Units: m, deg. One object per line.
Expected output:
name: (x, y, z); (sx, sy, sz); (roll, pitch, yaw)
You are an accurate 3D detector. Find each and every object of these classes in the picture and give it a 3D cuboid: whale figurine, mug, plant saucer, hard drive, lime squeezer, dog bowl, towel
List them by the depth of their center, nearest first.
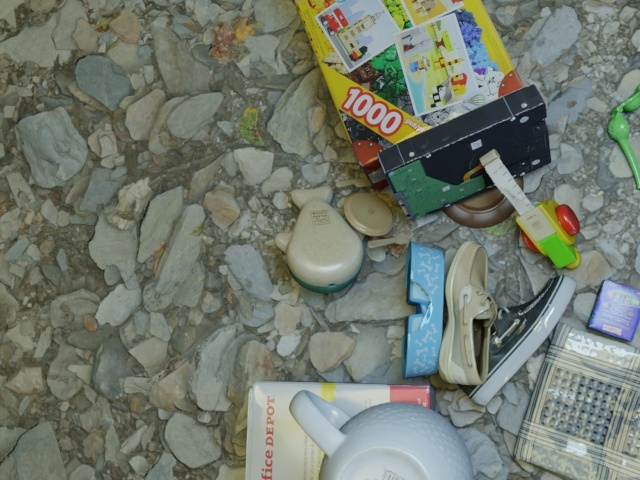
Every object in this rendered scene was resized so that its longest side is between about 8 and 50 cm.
mug: (0.094, 0.400, 1.286); (0.374, 0.328, 0.276); (39, 89, 16)
towel: (0.595, 0.365, 1.477); (0.324, 0.056, 0.312); (20, 86, 16)
hard drive: (0.305, -0.173, 1.510); (0.338, 0.237, 0.064); (-24, 59, 9)
dog bowl: (0.220, 0.151, 1.558); (0.074, 0.166, 0.298); (4, 81, 3)
lime squeezer: (0.687, -0.272, 1.563); (0.109, 0.059, 0.311); (15, 84, 16)
plant saucer: (0.357, -0.128, 1.631); (0.198, 0.036, 0.199); (-3, 79, 14)
whale figurine: (0.000, 0.000, 1.663); (0.216, 0.141, 0.272); (-9, 55, -7)

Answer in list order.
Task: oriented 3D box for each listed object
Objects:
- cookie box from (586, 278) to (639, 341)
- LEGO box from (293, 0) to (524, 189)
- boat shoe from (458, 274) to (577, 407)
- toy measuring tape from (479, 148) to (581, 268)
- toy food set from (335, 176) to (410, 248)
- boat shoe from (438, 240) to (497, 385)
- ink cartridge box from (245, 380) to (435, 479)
cookie box: (0.621, 0.147, 1.515); (0.091, 0.040, 0.107); (20, 85, 16)
LEGO box: (0.190, -0.422, 1.624); (0.372, 0.193, 0.501); (-24, 72, 9)
boat shoe: (0.400, 0.193, 1.520); (0.119, 0.121, 0.335); (39, 93, 13)
toy measuring tape: (0.449, -0.073, 1.523); (0.121, 0.121, 0.330); (-40, 103, 5)
toy food set: (0.112, -0.056, 1.644); (0.132, 0.039, 0.192); (-9, 60, -30)
boat shoe: (0.318, 0.147, 1.485); (0.098, 0.109, 0.303); (-4, 67, 44)
ink cartridge box: (0.048, 0.443, 1.544); (0.384, 0.160, 0.280); (0, 81, 13)
